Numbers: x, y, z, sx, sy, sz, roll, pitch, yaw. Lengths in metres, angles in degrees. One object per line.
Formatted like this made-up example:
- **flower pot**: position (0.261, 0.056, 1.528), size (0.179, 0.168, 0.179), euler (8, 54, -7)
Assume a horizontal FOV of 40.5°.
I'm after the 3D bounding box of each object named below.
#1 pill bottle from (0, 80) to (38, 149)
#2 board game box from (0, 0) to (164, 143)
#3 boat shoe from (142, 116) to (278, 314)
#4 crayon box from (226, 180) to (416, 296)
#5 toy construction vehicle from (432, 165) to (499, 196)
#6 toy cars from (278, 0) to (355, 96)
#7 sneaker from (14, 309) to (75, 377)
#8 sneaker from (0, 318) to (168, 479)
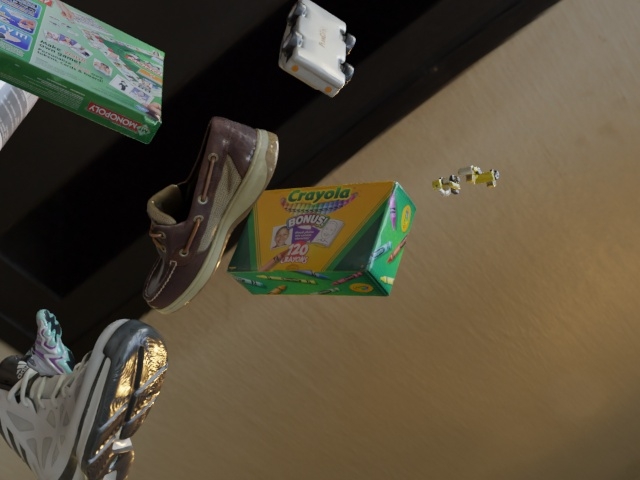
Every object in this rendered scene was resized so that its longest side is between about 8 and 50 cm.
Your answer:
- **pill bottle**: position (-0.663, -0.217, 1.539), size (0.210, 0.210, 0.363), euler (-11, -137, 39)
- **board game box**: position (-0.373, -0.270, 1.218), size (0.046, 0.317, 0.213), euler (-53, -152, 28)
- **boat shoe**: position (-0.189, -0.035, 1.228), size (0.342, 0.123, 0.123), euler (-52, -149, 33)
- **crayon box**: position (0.000, 0.000, 1.392), size (0.278, 0.081, 0.165), euler (-2, -125, 36)
- **toy construction vehicle**: position (0.231, -0.091, 1.377), size (0.086, 0.098, 0.035), euler (-11, -98, 28)
- **toy cars**: position (-0.070, -0.337, 1.256), size (0.087, 0.176, 0.393), euler (-48, -116, 33)
- **sneaker**: position (-0.372, 0.140, 1.139), size (0.069, 0.098, 0.038), euler (-13, -159, 6)
- **sneaker**: position (-0.400, 0.236, 1.315), size (0.169, 0.257, 0.447), euler (-45, 165, -48)
